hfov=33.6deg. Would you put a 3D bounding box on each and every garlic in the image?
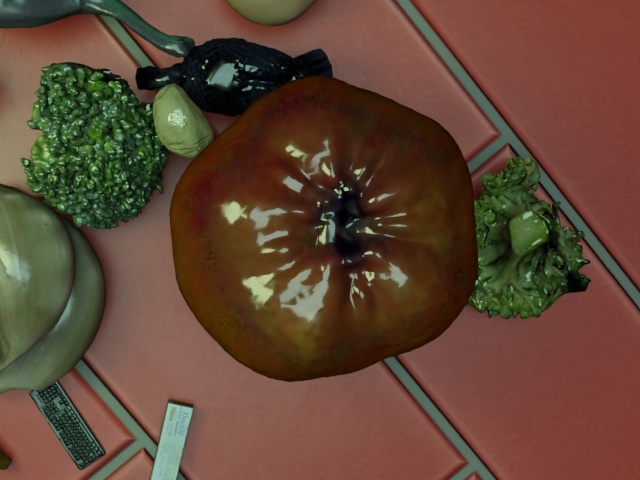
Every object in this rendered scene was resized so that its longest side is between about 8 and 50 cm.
[{"bbox_3d":[-0.465,0.092,1.615,0.246,0.231,0.340,12,91,3],"label":"garlic"}]

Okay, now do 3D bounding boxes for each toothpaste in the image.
[{"bbox_3d":[-0.248,0.348,1.749,0.046,0.034,0.164,13,91,-6],"label":"toothpaste"}]

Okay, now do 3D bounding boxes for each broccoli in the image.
[{"bbox_3d":[-0.364,-0.159,1.621,0.248,0.245,0.288,-15,127,-36],"label":"broccoli"},{"bbox_3d":[0.329,-0.001,1.692,0.247,0.243,0.263,25,84,7],"label":"broccoli"}]

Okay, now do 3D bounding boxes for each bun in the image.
[{"bbox_3d":[-0.208,-0.172,1.553,0.069,0.115,0.115,-34,95,4],"label":"bun"}]

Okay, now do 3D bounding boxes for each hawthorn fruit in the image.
[{"bbox_3d":[0.000,0.000,1.563,0.472,0.472,0.471,0,92,-6],"label":"hawthorn fruit"}]

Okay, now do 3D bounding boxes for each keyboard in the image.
[{"bbox_3d":[-0.416,0.301,1.742,0.053,0.010,0.155,-33,95,-3],"label":"keyboard"}]

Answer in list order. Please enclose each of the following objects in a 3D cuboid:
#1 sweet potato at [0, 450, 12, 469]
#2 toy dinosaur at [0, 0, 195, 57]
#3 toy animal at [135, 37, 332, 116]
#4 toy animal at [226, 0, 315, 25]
[{"bbox_3d":[-0.618,0.258,1.694,0.072,0.066,0.314,-42,90,19],"label":"sweet potato"},{"bbox_3d":[-0.421,-0.337,1.558,0.383,0.129,0.331,-21,55,-32],"label":"toy dinosaur"},{"bbox_3d":[-0.134,-0.255,1.656,0.298,0.185,0.122,7,99,10],"label":"toy animal"},{"bbox_3d":[-0.122,-0.494,1.654,0.269,0.237,0.326,-12,96,-16],"label":"toy animal"}]
